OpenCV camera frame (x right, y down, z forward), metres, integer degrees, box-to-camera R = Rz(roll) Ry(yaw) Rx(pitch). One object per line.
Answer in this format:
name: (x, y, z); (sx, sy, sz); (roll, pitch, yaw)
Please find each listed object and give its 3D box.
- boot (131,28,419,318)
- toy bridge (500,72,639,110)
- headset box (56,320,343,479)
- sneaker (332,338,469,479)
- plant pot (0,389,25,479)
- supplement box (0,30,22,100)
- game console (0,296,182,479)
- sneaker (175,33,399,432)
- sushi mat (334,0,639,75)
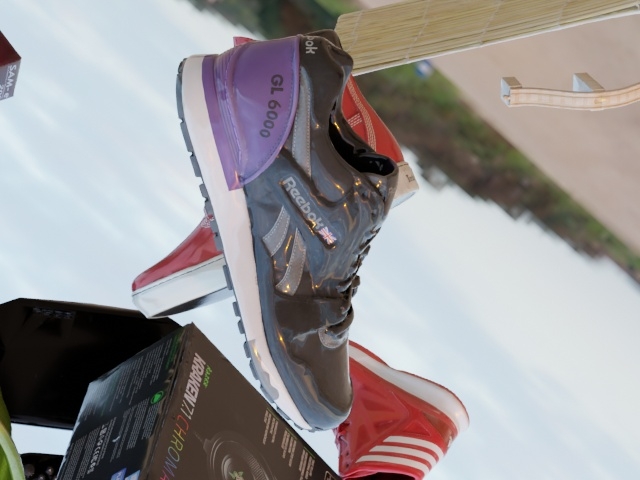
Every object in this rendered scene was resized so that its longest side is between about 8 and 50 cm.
boot: (-0.067, -0.057, 1.488); (0.176, 0.244, 0.088); (61, -170, 5)
toy bridge: (0.282, -0.156, 1.990); (0.188, 0.026, 0.063); (-6, -156, -11)
headset box: (-0.088, 0.261, 1.632); (0.283, 0.131, 0.246); (49, -154, -21)
sneaker: (0.020, 0.172, 1.822); (0.221, 0.128, 0.087); (15, 141, 34)
plant pot: (-0.456, 0.114, 1.730); (0.366, 0.366, 0.353); (38, -157, -32)
supplement box: (-0.479, -0.196, 2.167); (0.239, 0.073, 0.130); (-24, -116, -34)
game console: (-0.266, 0.245, 1.988); (0.213, 0.361, 0.044); (7, 179, -10)
sneaker: (0.000, 0.000, 1.281); (0.107, 0.124, 0.283); (-75, -29, -65)
sushi mat: (0.148, -0.196, 1.622); (0.151, 0.316, 0.019); (-62, -43, -60)
